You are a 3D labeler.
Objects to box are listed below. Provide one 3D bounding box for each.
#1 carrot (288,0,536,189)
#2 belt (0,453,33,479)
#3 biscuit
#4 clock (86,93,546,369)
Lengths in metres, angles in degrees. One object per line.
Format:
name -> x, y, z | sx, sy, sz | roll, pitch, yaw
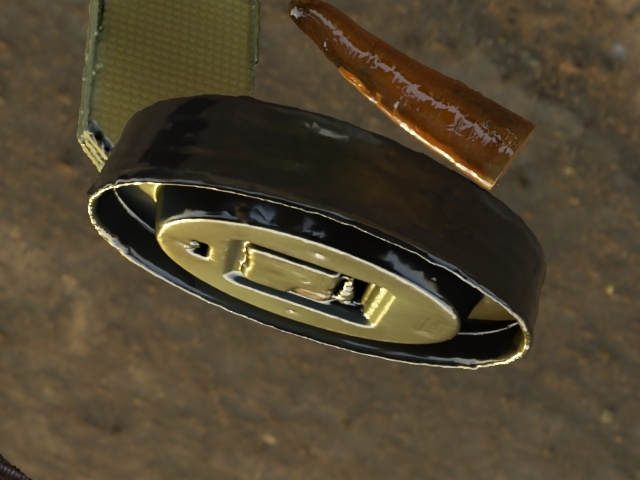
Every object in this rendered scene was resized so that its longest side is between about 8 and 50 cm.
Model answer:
carrot -> 0.061, -0.120, 1.321 | 0.210, 0.061, 0.061 | 35, 145, 3
belt -> -0.234, 0.201, 0.665 | 0.260, 0.325, 0.122 | 40, 169, 18
biscuit -> -0.127, -0.119, 1.483 | 0.150, 0.252, 0.052 | 12, 147, -20
clock -> 0.000, 0.000, 0.692 | 0.185, 0.040, 0.184 | 17, 163, 5
